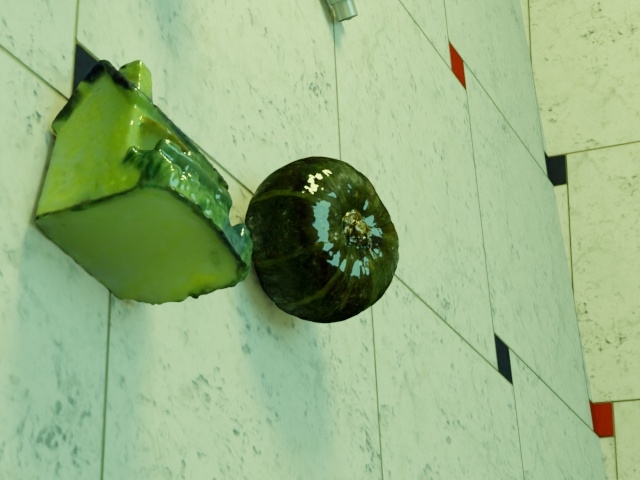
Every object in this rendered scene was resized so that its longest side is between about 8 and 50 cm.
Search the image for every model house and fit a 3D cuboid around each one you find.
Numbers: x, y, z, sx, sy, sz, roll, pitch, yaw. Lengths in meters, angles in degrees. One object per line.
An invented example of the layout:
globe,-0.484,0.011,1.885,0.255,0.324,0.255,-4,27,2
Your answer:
model house,-0.163,-0.070,1.318,0.194,0.170,0.211,47,35,-44

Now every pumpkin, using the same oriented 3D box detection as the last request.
pumpkin,0.000,0.000,1.658,0.223,0.157,0.224,17,67,-47

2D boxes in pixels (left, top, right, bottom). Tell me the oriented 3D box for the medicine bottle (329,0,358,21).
medicine bottle,0.013,-0.473,2.121,0.092,0.061,0.221,-66,139,-84
